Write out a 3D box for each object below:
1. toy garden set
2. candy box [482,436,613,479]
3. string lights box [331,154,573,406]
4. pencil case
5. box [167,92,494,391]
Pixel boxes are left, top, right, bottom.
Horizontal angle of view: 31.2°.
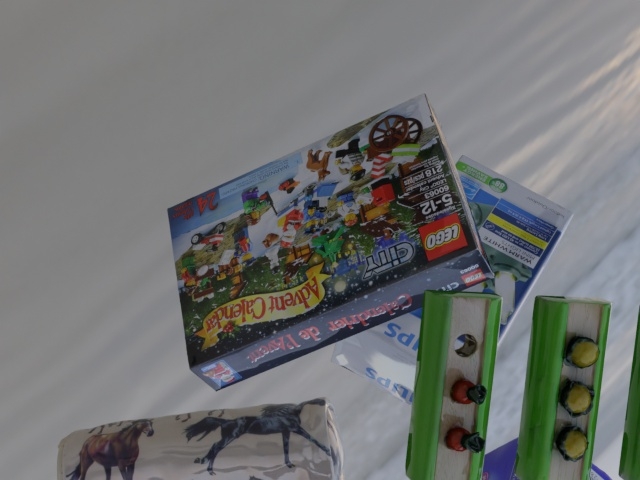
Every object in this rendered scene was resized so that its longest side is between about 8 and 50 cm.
[{"bbox_3d":[0.171,0.138,0.656,0.049,0.244,0.204,-150,-116,-73],"label":"toy garden set"},{"bbox_3d":[0.127,0.365,1.147,0.317,0.122,0.268,-36,-163,41],"label":"candy box"},{"bbox_3d":[0.133,0.044,1.122,0.260,0.133,0.077,-52,164,-38],"label":"string lights box"},{"bbox_3d":[-0.157,0.332,1.631,0.410,0.160,0.184,-7,123,-1],"label":"pencil case"},{"bbox_3d":[0.000,0.000,0.880,0.233,0.159,0.044,-24,141,12],"label":"box"}]
